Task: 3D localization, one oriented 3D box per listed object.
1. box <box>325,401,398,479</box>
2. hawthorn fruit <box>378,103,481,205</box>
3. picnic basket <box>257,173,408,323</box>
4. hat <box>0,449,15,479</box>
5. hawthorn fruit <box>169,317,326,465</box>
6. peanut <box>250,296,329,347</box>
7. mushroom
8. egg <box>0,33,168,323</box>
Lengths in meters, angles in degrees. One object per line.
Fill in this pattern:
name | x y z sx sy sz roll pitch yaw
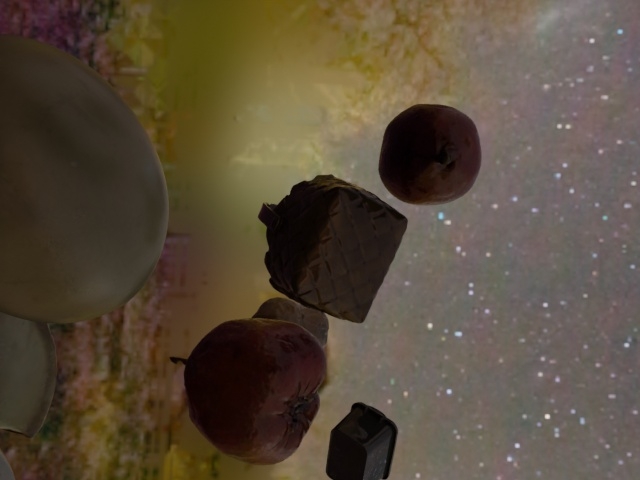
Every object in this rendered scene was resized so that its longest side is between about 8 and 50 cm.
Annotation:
box | 0.057 0.308 1.260 0.069 0.084 0.122 -28 134 -43
hawthorn fruit | 0.174 -0.127 1.331 0.188 0.168 0.169 -120 -148 -70
picnic basket | 0.000 0.000 0.904 0.138 0.128 0.178 -65 -151 3
hat | -0.552 0.327 1.340 0.258 0.167 0.302 -137 -122 -76
hawthorn fruit | -0.118 0.200 1.234 0.207 0.243 0.208 -34 133 -47
peanut | -0.045 0.144 1.428 0.214 0.099 0.100 31 54 -56
mushroom | -0.441 0.086 0.884 0.292 0.217 0.212 16 87 -55
egg | -0.252 -0.050 0.753 0.269 0.219 0.219 60 2 -14
